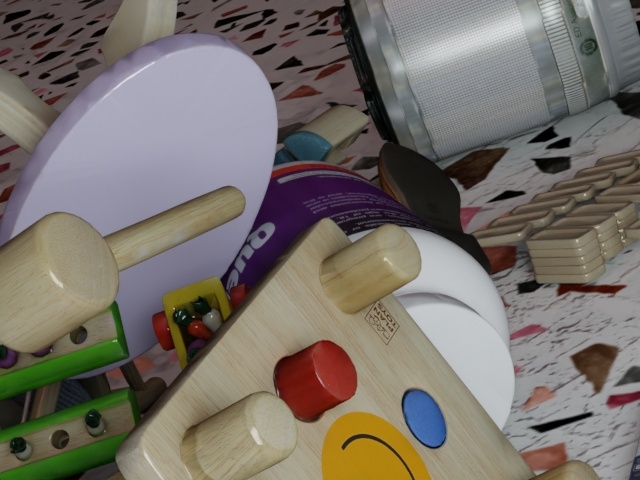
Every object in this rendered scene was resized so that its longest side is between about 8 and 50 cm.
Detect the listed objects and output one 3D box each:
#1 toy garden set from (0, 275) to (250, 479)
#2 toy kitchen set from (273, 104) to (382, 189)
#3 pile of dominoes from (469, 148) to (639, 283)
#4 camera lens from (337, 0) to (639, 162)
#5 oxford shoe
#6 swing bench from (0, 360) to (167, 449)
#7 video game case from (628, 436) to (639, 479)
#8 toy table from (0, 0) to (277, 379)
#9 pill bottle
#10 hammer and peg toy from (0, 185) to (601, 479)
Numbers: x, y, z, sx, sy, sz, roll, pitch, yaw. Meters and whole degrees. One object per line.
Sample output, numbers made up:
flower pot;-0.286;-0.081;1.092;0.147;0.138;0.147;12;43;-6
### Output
toy garden set;-0.123;0.148;1.112;0.203;0.244;0.049;-18;-21;8
toy kitchen set;0.000;0.000;1.590;0.122;0.166;0.207;-37;-11;-38
pile of dominoes;0.268;-0.028;1.461;0.196;0.040;0.251;-2;19;47
camera lens;0.169;-0.213;1.726;0.274;0.219;0.219;-19;20;7
oxford shoe;0.080;-0.009;1.451;0.076;0.076;0.212;16;32;-22
swing bench;-0.299;0.149;1.370;0.253;0.165;0.255;-12;28;23
video game case;0.287;0.134;1.024;0.201;0.023;0.183;-11;23;24
toy table;-0.159;-0.055;1.245;0.274;0.252;0.161;-49;40;8
pill bottle;0.024;0.058;1.243;0.181;0.181;0.323;-25;20;-9
hammer and peg toy;-0.002;0.096;0.937;0.127;0.361;0.266;-32;10;35
